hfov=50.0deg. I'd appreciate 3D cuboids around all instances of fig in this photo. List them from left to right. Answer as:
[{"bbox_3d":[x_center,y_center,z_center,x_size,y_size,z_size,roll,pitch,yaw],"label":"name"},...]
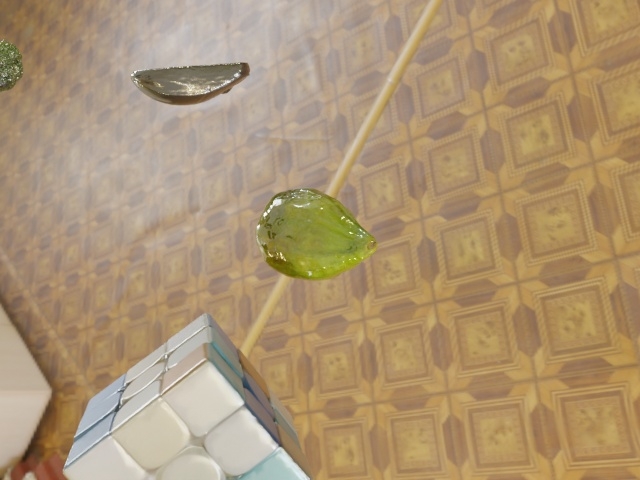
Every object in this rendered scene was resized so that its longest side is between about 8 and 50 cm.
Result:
[{"bbox_3d":[-0.003,0.000,1.234,0.233,0.167,0.167,24,97,16],"label":"fig"}]

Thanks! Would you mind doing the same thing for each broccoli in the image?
[{"bbox_3d":[-0.907,-0.489,1.921,0.162,0.146,0.138,-40,68,29],"label":"broccoli"}]

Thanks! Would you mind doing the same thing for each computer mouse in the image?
[{"bbox_3d":[-0.286,-0.351,1.549,0.137,0.270,0.086,-153,54,-66],"label":"computer mouse"}]

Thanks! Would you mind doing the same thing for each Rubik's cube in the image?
[{"bbox_3d":[-0.264,0.414,1.422,0.347,0.346,0.344,-36,14,-4],"label":"Rubik's cube"}]
